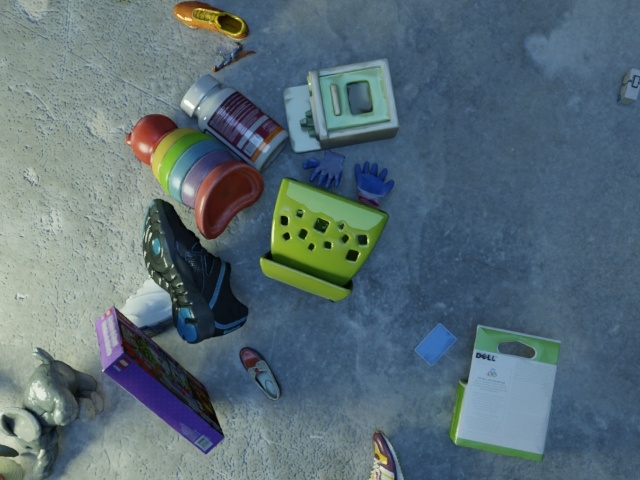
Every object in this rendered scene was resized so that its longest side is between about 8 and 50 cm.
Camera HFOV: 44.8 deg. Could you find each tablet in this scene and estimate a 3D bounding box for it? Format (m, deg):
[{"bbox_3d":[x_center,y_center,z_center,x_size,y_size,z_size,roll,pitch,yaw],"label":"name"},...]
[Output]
[{"bbox_3d":[0.253,0.229,1.707,0.054,0.006,0.083,43,89,2],"label":"tablet"}]

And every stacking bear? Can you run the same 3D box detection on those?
[{"bbox_3d":[-0.287,-0.165,1.640,0.289,0.164,0.175,37,70,25],"label":"stacking bear"}]

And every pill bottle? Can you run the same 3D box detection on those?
[{"bbox_3d":[-0.186,-0.252,1.676,0.221,0.121,0.121,40,88,2],"label":"pill bottle"}]

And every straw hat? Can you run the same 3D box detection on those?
[{"bbox_3d":[-0.705,0.521,1.641,0.145,0.061,0.144,-5,129,-6],"label":"straw hat"}]

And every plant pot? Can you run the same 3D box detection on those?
[{"bbox_3d":[0.000,0.000,1.617,0.227,0.228,0.207,21,94,1],"label":"plant pot"}]

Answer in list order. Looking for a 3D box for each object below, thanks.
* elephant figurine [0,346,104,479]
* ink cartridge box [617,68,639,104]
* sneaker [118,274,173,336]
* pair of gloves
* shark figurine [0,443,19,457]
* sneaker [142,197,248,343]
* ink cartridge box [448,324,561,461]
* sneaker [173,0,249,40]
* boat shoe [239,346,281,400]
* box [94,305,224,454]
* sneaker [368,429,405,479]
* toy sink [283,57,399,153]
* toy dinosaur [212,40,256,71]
[{"bbox_3d":[-0.597,0.377,1.646,0.239,0.169,0.186,-37,58,14],"label":"elephant figurine"},{"bbox_3d":[0.684,-0.346,1.707,0.028,0.048,0.083,17,87,1],"label":"ink cartridge box"},{"bbox_3d":[-0.346,0.127,1.683,0.297,0.111,0.129,-24,76,-7],"label":"sneaker"},{"bbox_3d":[0.061,-0.141,1.663,0.198,0.159,0.023,21,124,0],"label":"pair of gloves"},{"bbox_3d":[-0.746,0.345,1.671,0.278,0.116,0.166,42,122,10],"label":"shark figurine"},{"bbox_3d":[-0.268,0.058,1.609,0.140,0.125,0.340,-8,60,-35],"label":"sneaker"},{"bbox_3d":[0.395,0.321,1.659,0.189,0.097,0.255,11,86,1],"label":"ink cartridge box"},{"bbox_3d":[-0.241,-0.495,1.714,0.175,0.067,0.064,15,89,3],"label":"sneaker"},{"bbox_3d":[-0.131,0.290,1.691,0.049,0.043,0.137,-35,86,1],"label":"boat shoe"},{"bbox_3d":[-0.324,0.278,1.555,0.057,0.201,0.293,-42,119,-1],"label":"box"},{"bbox_3d":[0.133,0.504,1.665,0.084,0.069,0.185,-19,86,-5],"label":"sneaker"},{"bbox_3d":[0.039,-0.287,1.670,0.234,0.131,0.152,-9,87,1],"label":"toy sink"},{"bbox_3d":[-0.202,-0.403,1.725,0.090,0.047,0.082,28,106,-9],"label":"toy dinosaur"}]
